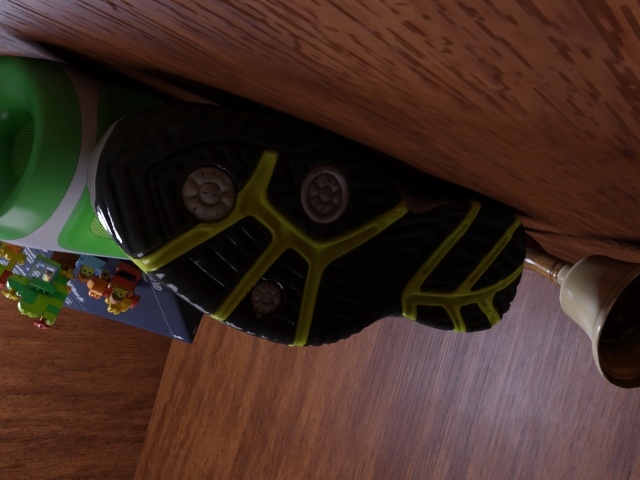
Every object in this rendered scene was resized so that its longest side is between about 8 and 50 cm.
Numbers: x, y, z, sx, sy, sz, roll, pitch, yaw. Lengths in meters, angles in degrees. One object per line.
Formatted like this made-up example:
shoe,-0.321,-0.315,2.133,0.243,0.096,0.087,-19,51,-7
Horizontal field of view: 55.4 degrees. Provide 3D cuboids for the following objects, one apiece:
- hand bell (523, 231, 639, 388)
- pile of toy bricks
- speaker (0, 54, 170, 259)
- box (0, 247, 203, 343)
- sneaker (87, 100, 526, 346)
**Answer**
hand bell,0.241,0.029,0.617,0.126,0.126,0.242,15,-166,-26
pile of toy bricks,-0.334,0.057,0.757,0.212,0.105,0.118,27,151,-18
speaker,-0.133,-0.045,0.501,0.131,0.131,0.296,16,-179,30
box,-0.327,-0.014,0.930,0.312,0.179,0.343,17,153,3
sneaker,0.000,0.000,0.484,0.384,0.145,0.147,17,180,-39
